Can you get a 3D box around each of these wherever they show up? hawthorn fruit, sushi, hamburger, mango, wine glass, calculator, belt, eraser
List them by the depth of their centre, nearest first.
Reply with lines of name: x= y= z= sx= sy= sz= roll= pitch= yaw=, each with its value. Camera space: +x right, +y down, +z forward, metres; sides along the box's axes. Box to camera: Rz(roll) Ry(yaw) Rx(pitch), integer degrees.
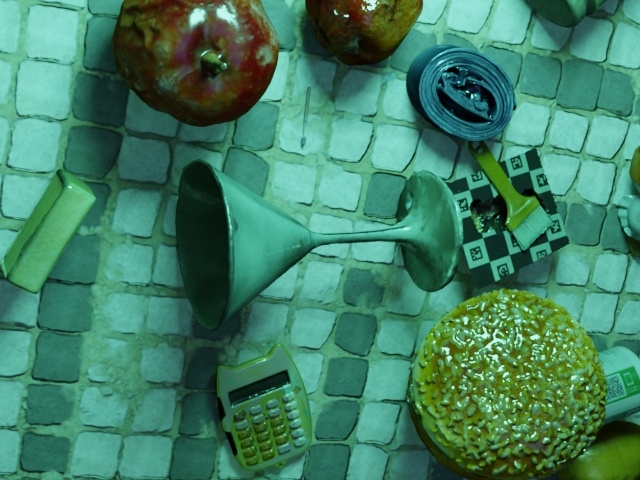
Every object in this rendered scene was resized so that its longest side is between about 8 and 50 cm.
hawthorn fruit: x=-0.168 y=-0.266 z=1.434 sx=0.242 sy=0.271 sz=0.241 roll=-9 pitch=117 yaw=-19
eraser: x=-0.404 y=-0.015 z=1.497 sx=0.058 sy=0.117 sz=0.172 roll=32 pitch=92 yaw=-24
hawthorn fruit: x=0.071 y=-0.358 z=1.559 sx=0.179 sy=0.173 sz=0.173 roll=-9 pitch=107 yaw=-17
wine glass: x=0.000 y=0.000 z=1.584 sx=0.406 sy=0.267 sz=0.267 roll=-2 pitch=105 yaw=-24
belt: x=0.240 y=-0.245 z=1.690 sx=0.190 sy=0.082 sz=0.141 roll=31 pitch=97 yaw=-23
hamburger: x=0.310 y=0.249 z=1.702 sx=0.330 sy=0.250 sz=0.329 roll=-1 pitch=73 yaw=4
calculator: x=-0.097 y=0.295 z=1.741 sx=0.157 sy=0.033 sz=0.236 roll=-19 pitch=112 yaw=-15
sushi: x=0.318 y=-0.039 z=1.791 sx=0.215 sy=0.050 sz=0.192 roll=-23 pitch=96 yaw=-22
mango: x=0.566 y=0.429 z=1.979 sx=0.227 sy=0.109 sz=0.147 roll=-7 pitch=82 yaw=-18

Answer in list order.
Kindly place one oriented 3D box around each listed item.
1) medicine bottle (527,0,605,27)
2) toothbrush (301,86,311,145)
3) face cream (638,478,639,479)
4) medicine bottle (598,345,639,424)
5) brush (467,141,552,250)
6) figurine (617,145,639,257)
medicine bottle: x=0.481 y=-0.512 z=1.669 sx=0.322 sy=0.151 sz=0.151 roll=-45 pitch=114 yaw=-4
toothbrush: x=-0.023 y=-0.202 z=1.646 sx=0.006 sy=0.008 sz=0.096 roll=-2 pitch=104 yaw=-34
face cream: x=0.746 y=0.476 z=2.058 sx=0.349 sy=0.105 sz=0.105 roll=-29 pitch=112 yaw=-10
medicine bottle: x=0.470 y=0.298 z=1.893 sx=0.274 sy=0.133 sz=0.133 roll=-17 pitch=109 yaw=-16
brush: x=0.322 y=-0.091 z=1.762 sx=0.082 sy=0.010 sz=0.218 roll=-41 pitch=101 yaw=-19
figurine: x=0.630 y=-0.088 z=1.862 sx=0.143 sy=0.143 sz=0.271 roll=-14 pitch=136 yaw=-16
